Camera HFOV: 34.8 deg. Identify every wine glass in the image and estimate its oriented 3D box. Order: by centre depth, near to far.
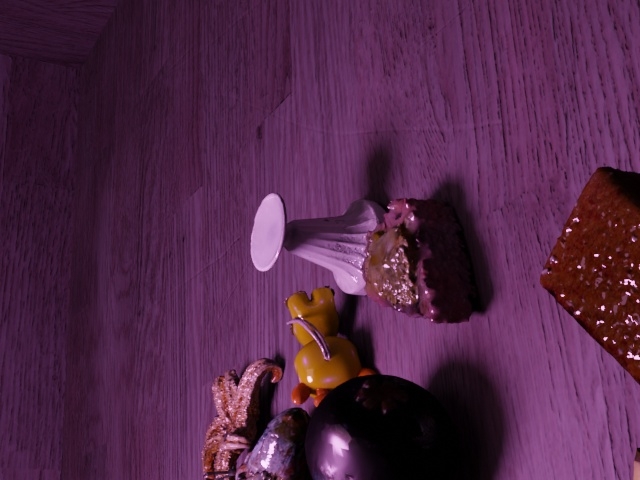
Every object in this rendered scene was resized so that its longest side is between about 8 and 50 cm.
[{"bbox_3d":[0.000,0.000,1.671,0.165,0.197,0.164,-27,59,56],"label":"wine glass"}]

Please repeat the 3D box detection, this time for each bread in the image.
[{"bbox_3d":[0.380,0.092,0.987,0.416,0.113,0.165,56,132,51],"label":"bread"}]

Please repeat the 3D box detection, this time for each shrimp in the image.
[{"bbox_3d":[-0.118,0.454,1.799,0.372,0.172,0.137,-67,-15,6],"label":"shrimp"}]

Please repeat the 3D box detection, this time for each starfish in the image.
[{"bbox_3d":[-0.160,0.379,1.978,0.312,0.113,0.303,153,124,-69],"label":"starfish"}]

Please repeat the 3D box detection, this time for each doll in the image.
[{"bbox_3d":[0.011,0.189,1.681,0.221,0.143,0.135,-106,7,-49],"label":"doll"}]

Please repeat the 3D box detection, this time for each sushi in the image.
[{"bbox_3d":[0.134,0.052,1.496,0.161,0.108,0.241,123,144,-46],"label":"sushi"}]

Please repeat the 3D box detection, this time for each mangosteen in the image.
[{"bbox_3d":[0.085,0.300,1.412,0.243,0.243,0.242,-28,58,58],"label":"mangosteen"}]

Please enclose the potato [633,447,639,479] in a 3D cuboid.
[{"bbox_3d":[0.359,0.270,1.028,0.096,0.066,0.103,-145,60,-76],"label":"potato"}]
